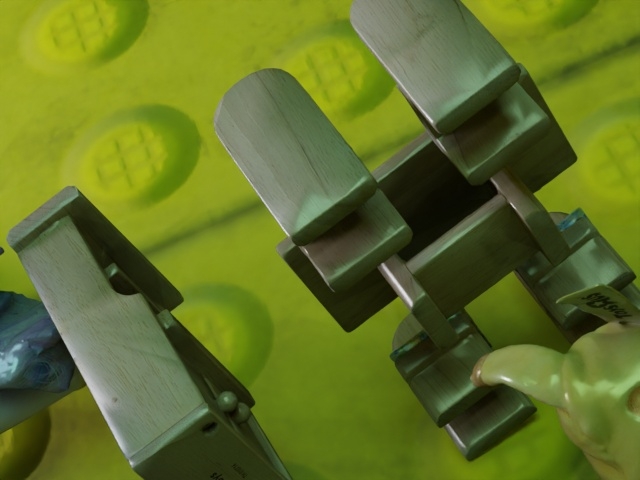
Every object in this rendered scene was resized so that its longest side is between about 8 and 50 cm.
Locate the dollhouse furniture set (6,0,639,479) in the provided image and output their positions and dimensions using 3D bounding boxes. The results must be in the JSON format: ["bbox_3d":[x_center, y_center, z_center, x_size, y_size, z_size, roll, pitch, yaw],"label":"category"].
[{"bbox_3d":[0.000,0.000,0.895,0.242,0.212,0.161,-37,49,2],"label":"dollhouse furniture set"}]

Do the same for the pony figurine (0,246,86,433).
[{"bbox_3d":[-0.290,0.119,0.892,0.351,0.303,0.363,17,44,39],"label":"pony figurine"}]

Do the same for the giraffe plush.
[{"bbox_3d":[0.173,0.114,0.785,0.181,0.210,0.170,-24,67,41],"label":"giraffe plush"}]
